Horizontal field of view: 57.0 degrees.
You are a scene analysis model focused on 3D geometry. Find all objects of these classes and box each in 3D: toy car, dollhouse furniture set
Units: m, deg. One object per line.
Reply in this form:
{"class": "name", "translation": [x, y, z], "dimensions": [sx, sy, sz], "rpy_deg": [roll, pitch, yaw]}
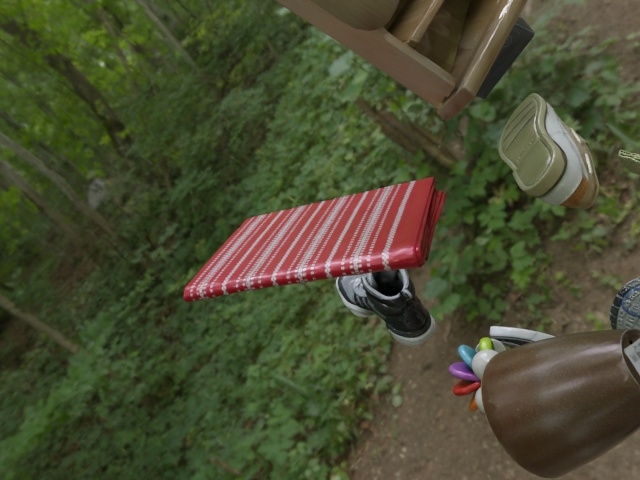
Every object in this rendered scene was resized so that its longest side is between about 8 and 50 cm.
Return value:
{"class": "toy car", "translation": [0.379, 0.324, 1.415], "dimensions": [0.159, 0.136, 0.182], "rpy_deg": [-20, -76, -69]}
{"class": "dollhouse furniture set", "translation": [0.117, -0.306, 0.479], "dimensions": [0.362, 0.256, 0.394], "rpy_deg": [-60, 5, -17]}

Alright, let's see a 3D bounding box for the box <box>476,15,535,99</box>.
{"class": "box", "translation": [0.285, -0.447, 1.211], "dimensions": [0.165, 0.143, 0.271], "rpy_deg": [-56, 36, 37]}

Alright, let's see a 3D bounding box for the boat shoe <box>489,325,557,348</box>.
{"class": "boat shoe", "translation": [0.588, 0.303, 1.558], "dimensions": [0.108, 0.301, 0.102], "rpy_deg": [137, 149, -79]}

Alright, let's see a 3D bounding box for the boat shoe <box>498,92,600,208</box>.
{"class": "boat shoe", "translation": [0.377, -0.145, 0.983], "dimensions": [0.113, 0.103, 0.302], "rpy_deg": [-55, 12, 36]}

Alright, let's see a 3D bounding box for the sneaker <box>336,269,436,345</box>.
{"class": "sneaker", "translation": [0.110, 0.088, 1.159], "dimensions": [0.101, 0.268, 0.153], "rpy_deg": [-37, -52, -17]}

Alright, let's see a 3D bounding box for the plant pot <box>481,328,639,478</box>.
{"class": "plant pot", "translation": [0.407, 0.229, 0.908], "dimensions": [0.215, 0.215, 0.230], "rpy_deg": [-49, 1, -42]}

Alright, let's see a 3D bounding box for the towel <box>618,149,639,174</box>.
{"class": "towel", "translation": [0.783, -0.176, 1.421], "dimensions": [0.148, 0.110, 0.027], "rpy_deg": [16, -80, -50]}

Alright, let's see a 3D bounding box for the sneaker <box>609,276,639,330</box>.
{"class": "sneaker", "translation": [0.712, 0.088, 1.210], "dimensions": [0.129, 0.111, 0.297], "rpy_deg": [15, -71, -43]}

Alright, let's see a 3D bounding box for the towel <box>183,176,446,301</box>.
{"class": "towel", "translation": [0.000, 0.000, 0.675], "dimensions": [0.274, 0.031, 0.199], "rpy_deg": [-11, 22, 22]}
